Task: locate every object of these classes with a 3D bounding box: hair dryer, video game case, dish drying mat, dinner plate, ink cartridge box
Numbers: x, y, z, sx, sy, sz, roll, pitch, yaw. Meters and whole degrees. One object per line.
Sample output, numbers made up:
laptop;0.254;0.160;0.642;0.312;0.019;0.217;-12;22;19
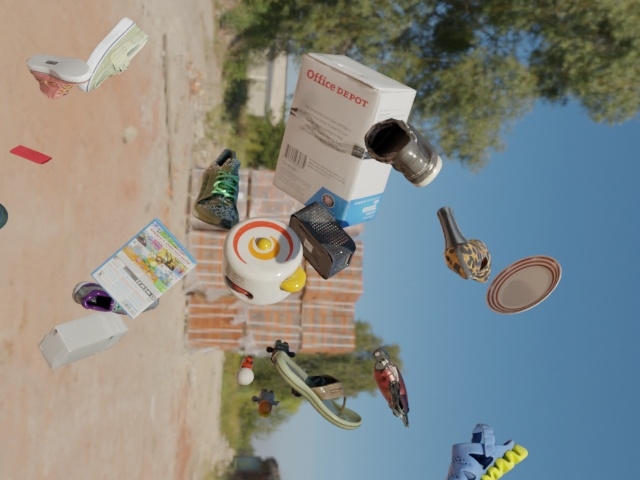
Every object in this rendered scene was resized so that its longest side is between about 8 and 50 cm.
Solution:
hair dryer;0.202;0.444;1.937;0.293;0.080;0.223;52;22;-61
video game case;-0.339;0.054;1.307;0.119;0.166;0.015;49;0;-8
dish drying mat;-0.576;-0.170;1.348;0.032;0.083;0.008;-46;152;-50
dinner plate;0.354;0.080;1.181;0.017;0.141;0.141;49;14;-23
ink cartridge box;0.056;-0.277;1.858;0.285;0.166;0.394;35;-57;32

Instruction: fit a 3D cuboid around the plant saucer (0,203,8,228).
plant saucer;-0.945;-0.074;1.911;0.021;0.119;0.119;-119;-152;-47

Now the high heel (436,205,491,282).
high heel;0.326;0.068;1.464;0.261;0.093;0.186;49;22;-40

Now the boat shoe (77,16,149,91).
boat shoe;-0.611;-0.545;2.012;0.109;0.094;0.302;-42;-159;58

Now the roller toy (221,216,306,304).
roller toy;-0.141;0.047;1.640;0.146;0.191;0.209;104;-22;-52

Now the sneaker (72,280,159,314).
sneaker;-0.510;0.161;1.722;0.098;0.224;0.083;30;-72;54

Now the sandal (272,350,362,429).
sandal;0.005;0.379;1.734;0.086;0.303;0.120;-45;-163;1

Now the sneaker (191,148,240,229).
sneaker;-0.320;-0.178;2.196;0.410;0.158;0.182;-110;-140;-56

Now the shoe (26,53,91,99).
shoe;-0.557;-0.349;1.475;0.063;0.178;0.081;-54;149;-34

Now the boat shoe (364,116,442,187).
boat shoe;0.159;-0.217;1.477;0.112;0.095;0.335;-47;-153;7

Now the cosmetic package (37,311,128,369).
cosmetic package;-0.742;0.305;2.128;0.127;0.107;0.238;-42;170;32

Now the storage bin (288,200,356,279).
storage bin;0.000;0.000;1.821;0.180;0.084;0.122;48;-29;20

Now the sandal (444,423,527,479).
sandal;0.379;0.581;1.740;0.138;0.317;0.126;53;-34;19

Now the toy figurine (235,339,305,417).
toy figurine;-0.161;0.464;2.286;0.209;0.213;0.148;63;3;-11
